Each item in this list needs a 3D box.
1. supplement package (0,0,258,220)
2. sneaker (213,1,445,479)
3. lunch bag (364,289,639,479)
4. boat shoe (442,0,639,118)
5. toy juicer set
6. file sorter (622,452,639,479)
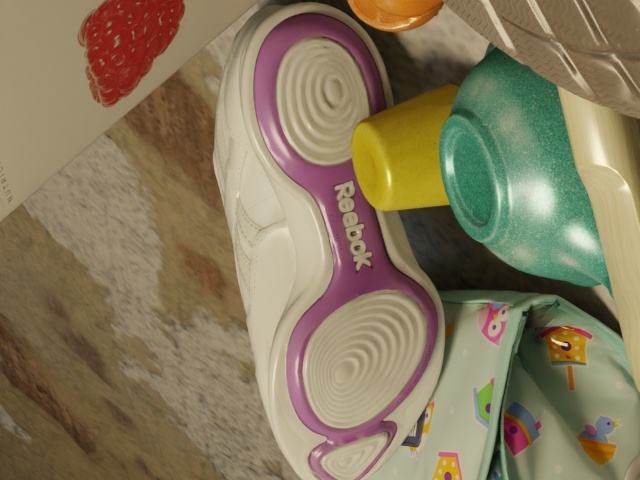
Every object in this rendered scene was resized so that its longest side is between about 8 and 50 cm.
[{"bbox_3d":[-0.152,-0.175,0.894,0.175,0.293,0.177,32,152,28],"label":"supplement package"},{"bbox_3d":[0.000,0.000,1.078,0.152,0.114,0.305,-147,50,-69],"label":"sneaker"},{"bbox_3d":[0.117,0.151,1.132,0.223,0.160,0.262,-2,113,63],"label":"lunch bag"},{"bbox_3d":[0.183,-0.116,0.647,0.355,0.130,0.132,24,141,27],"label":"boat shoe"},{"bbox_3d":[0.107,-0.074,0.839,0.329,0.089,0.209,-139,38,-60],"label":"toy juicer set"},{"bbox_3d":[0.274,0.074,0.729,0.173,0.193,0.278,45,155,11],"label":"file sorter"}]
